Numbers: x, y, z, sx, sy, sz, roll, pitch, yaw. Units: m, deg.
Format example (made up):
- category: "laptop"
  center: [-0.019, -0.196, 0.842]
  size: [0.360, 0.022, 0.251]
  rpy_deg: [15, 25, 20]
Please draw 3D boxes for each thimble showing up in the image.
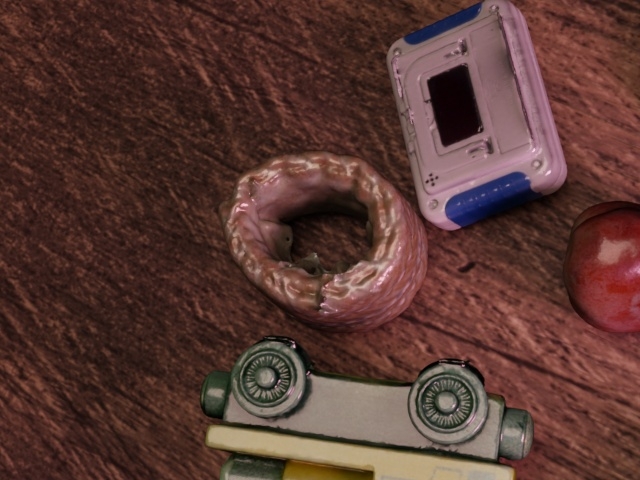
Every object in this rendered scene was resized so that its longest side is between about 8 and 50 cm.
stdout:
- category: "thimble"
  center: [0.007, -0.002, 1.428]
  size: [0.229, 0.148, 0.196]
  rpy_deg: [36, 85, 23]

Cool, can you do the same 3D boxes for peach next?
- category: "peach"
  center: [0.338, 0.021, 1.322]
  size: [0.152, 0.152, 0.152]
  rpy_deg: [-6, 70, 16]

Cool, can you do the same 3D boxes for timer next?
- category: "timer"
  center: [0.177, -0.153, 1.447]
  size: [0.178, 0.078, 0.253]
  rpy_deg: [-22, 66, 23]

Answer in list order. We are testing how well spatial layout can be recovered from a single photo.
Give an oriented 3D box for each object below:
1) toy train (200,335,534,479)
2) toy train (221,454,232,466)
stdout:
- category: "toy train"
  center: [0.039, 0.239, 1.323]
  size: [0.369, 0.150, 0.237]
  rpy_deg: [6, 77, 13]
- category: "toy train"
  center: [-0.065, 0.269, 1.418]
  size: [0.093, 0.038, 0.056]
  rpy_deg: [28, 76, 24]
